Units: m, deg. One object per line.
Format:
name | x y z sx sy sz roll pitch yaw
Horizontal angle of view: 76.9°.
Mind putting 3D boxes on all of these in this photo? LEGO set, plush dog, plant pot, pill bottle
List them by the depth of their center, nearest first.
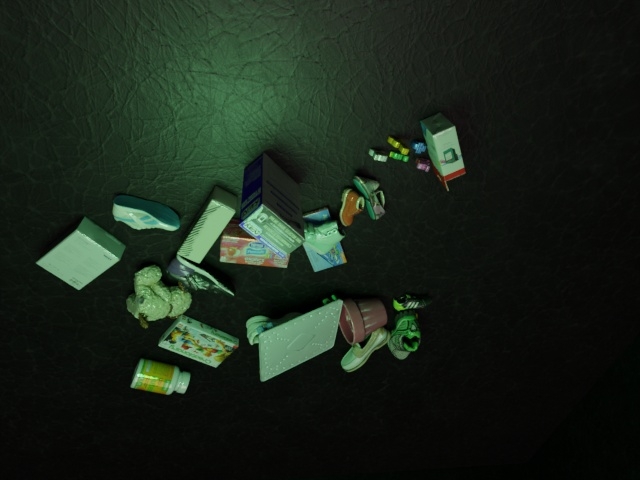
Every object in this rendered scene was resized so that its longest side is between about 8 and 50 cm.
LEGO set | 0.293 -0.299 1.384 0.227 0.093 0.087 7 125 -13
plush dog | -0.629 0.244 1.623 0.225 0.211 0.263 -1 134 -41
plant pot | 0.188 0.340 1.799 0.180 0.201 0.202 -15 129 -16
pill bottle | -0.759 0.655 1.922 0.245 0.136 0.136 21 121 -22

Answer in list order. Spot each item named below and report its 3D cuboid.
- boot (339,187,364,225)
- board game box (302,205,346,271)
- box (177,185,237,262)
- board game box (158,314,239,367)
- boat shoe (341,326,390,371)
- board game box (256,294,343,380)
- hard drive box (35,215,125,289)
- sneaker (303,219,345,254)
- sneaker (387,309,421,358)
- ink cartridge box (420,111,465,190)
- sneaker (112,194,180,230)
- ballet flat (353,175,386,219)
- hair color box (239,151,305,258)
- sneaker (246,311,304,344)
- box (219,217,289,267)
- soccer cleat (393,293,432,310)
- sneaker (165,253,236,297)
boot | 0.120 -0.110 1.500 0.059 0.084 0.158 -34 141 -37
board game box | 0.000 0.000 1.608 0.144 0.027 0.281 -16 127 6
box | -0.410 -0.054 1.460 0.094 0.113 0.275 28 117 -24
board game box | -0.560 0.470 1.864 0.305 0.053 0.193 32 117 -27
boat shoe | 0.200 0.520 1.979 0.103 0.113 0.302 37 103 -28
board game box | -0.097 0.432 1.780 0.389 0.050 0.390 -20 140 -25
hard drive box | -0.878 0.051 1.485 0.232 0.089 0.181 -32 125 16
sneaker | -0.023 -0.053 1.488 0.255 0.094 0.151 29 124 -37
sneaker | 0.402 0.486 1.942 0.134 0.146 0.344 -6 138 -2
ink cartridge box | 0.422 -0.300 1.376 0.077 0.134 0.231 -23 127 9
sneaker | -0.615 -0.084 1.432 0.228 0.087 0.092 20 129 -13
ballet flat | 0.189 -0.171 1.487 0.079 0.077 0.222 -36 130 -4
hair color box | -0.155 -0.122 1.300 0.110 0.339 0.185 -38 123 18
sneaker | -0.180 0.412 1.813 0.304 0.152 0.114 -6 125 -5
box | -0.242 0.008 1.518 0.256 0.128 0.123 7 125 -12
soccer cleat | 0.424 0.278 1.856 0.178 0.060 0.072 -12 126 5
sneaker | -0.476 0.162 1.606 0.283 0.107 0.124 38 100 -20
